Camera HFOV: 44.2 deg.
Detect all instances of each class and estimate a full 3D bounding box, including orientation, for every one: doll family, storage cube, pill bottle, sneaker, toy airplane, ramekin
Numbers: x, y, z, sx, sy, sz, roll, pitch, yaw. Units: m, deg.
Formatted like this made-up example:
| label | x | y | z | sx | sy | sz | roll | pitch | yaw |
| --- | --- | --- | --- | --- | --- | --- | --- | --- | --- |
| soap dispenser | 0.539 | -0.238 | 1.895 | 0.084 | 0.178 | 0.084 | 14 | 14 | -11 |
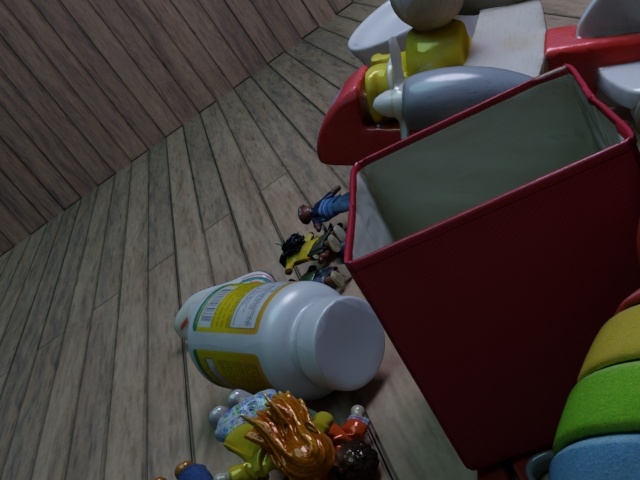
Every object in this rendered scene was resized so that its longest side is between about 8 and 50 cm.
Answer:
| label | x | y | z | sx | sy | sz | roll | pitch | yaw |
| --- | --- | --- | --- | --- | --- | --- | --- | --- | --- |
| doll family | 0.000 | 0.000 | 1.010 | 0.111 | 0.076 | 0.193 | -21 | 22 | 42 |
| storage cube | 0.144 | 0.015 | 0.581 | 0.215 | 0.193 | 0.184 | -25 | 22 | 15 |
| pill bottle | -0.037 | 0.100 | 0.799 | 0.208 | 0.117 | 0.117 | -6 | 37 | 51 |
| sneaker | -0.131 | 0.096 | 1.018 | 0.161 | 0.057 | 0.075 | -24 | 19 | 19 |
| toy airplane | 0.187 | -0.212 | 0.888 | 0.384 | 0.272 | 0.386 | -40 | 22 | -11 |
| doll family | -0.069 | 0.205 | 0.637 | 0.263 | 0.118 | 0.163 | -44 | 24 | -19 |
| ramekin | 0.196 | -0.347 | 1.319 | 0.277 | 0.135 | 0.277 | -29 | 24 | 14 |

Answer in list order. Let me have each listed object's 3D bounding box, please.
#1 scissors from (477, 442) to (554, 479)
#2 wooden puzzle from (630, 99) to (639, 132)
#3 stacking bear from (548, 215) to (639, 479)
| label | x | y | z | sx | sy | sz | roll | pitch | yaw |
| --- | --- | --- | --- | --- | --- | --- | --- | --- | --- |
| scissors | 0.141 | 0.139 | 0.605 | 0.109 | 0.021 | 0.297 | -29 | 22 | 19 |
| wooden puzzle | 0.305 | -0.092 | 0.472 | 0.221 | 0.044 | 0.238 | -11 | 1 | 22 |
| stacking bear | 0.194 | 0.078 | 0.368 | 0.175 | 0.164 | 0.289 | 13 | 62 | 14 |
